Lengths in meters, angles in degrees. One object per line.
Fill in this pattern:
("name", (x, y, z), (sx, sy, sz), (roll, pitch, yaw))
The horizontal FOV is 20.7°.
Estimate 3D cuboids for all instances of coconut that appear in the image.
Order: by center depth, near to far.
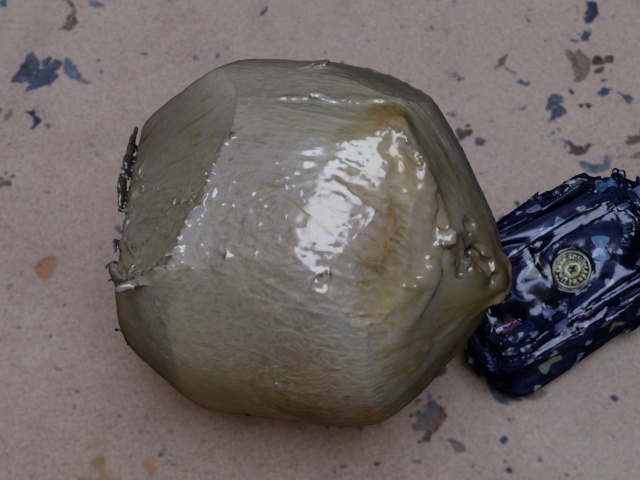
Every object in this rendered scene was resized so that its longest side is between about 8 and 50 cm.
("coconut", (0.000, 0.000, 1.623), (0.360, 0.346, 0.346), (3, 65, 12))

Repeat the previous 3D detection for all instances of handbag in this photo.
("handbag", (0.240, 0.033, 1.750), (0.260, 0.113, 0.162), (-29, 62, -6))
